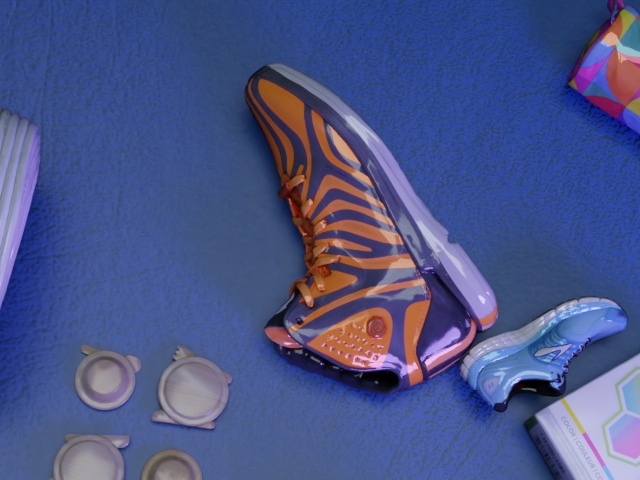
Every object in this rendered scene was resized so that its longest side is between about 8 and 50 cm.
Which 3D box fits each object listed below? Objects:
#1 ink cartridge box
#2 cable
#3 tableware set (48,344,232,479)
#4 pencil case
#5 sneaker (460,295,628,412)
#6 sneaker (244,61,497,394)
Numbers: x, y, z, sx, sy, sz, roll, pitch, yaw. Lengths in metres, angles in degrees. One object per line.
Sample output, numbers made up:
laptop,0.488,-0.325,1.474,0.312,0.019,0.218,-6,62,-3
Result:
ink cartridge box,0.304,0.159,1.712,0.209,0.062,0.109,-28,80,-11
cable,-0.302,0.005,1.599,0.089,0.257,0.257,16,59,-7
tableware set,-0.162,0.171,1.692,0.141,0.020,0.168,13,75,-4
pencil case,0.347,-0.131,1.769,0.236,0.104,0.104,37,76,3
sneaker,0.211,0.109,1.708,0.162,0.063,0.073,-25,63,-9
sneaker,0.000,0.000,1.692,0.180,0.124,0.321,-38,83,-13
